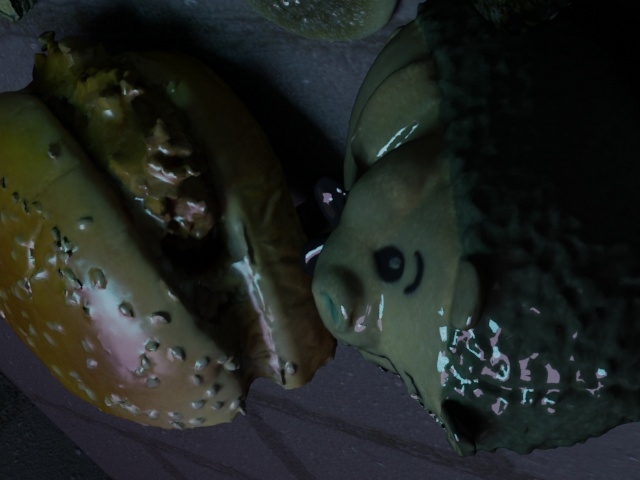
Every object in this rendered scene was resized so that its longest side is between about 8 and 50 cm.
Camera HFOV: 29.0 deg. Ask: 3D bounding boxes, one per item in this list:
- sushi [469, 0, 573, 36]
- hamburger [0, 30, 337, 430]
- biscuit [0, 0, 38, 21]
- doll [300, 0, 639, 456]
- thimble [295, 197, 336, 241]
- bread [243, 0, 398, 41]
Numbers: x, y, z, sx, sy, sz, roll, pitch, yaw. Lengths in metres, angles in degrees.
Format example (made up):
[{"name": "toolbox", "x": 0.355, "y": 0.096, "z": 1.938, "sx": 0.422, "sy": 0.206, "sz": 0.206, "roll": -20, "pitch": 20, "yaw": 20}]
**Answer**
[{"name": "sushi", "x": 0.138, "y": -0.201, "z": 0.662, "sx": 0.126, "sy": 0.136, "sz": 0.225, "roll": 49, "pitch": 158, "yaw": -12}, {"name": "hamburger", "x": -0.195, "y": -0.044, "z": 1.172, "sx": 0.445, "sy": 0.268, "sz": 0.287, "roll": 43, "pitch": 147, "yaw": 35}, {"name": "biscuit", "x": -0.359, "y": -0.322, "z": 1.172, "sx": 0.147, "sy": 0.046, "sz": 0.250, "roll": 27, "pitch": 156, "yaw": 19}, {"name": "doll", "x": 0.108, "y": -0.013, "z": 0.792, "sx": 0.247, "sy": 0.349, "sz": 0.247, "roll": -3, "pitch": 124, "yaw": -4}, {"name": "thimble", "x": 0.000, "y": 0.000, "z": 1.260, "sx": 0.062, "sy": 0.084, "sz": 0.110, "roll": 46, "pitch": 151, "yaw": -25}, {"name": "bread", "x": -0.013, "y": -0.197, "z": 0.979, "sx": 0.193, "sy": 0.036, "sz": 0.112, "roll": 16, "pitch": 151, "yaw": 37}]
